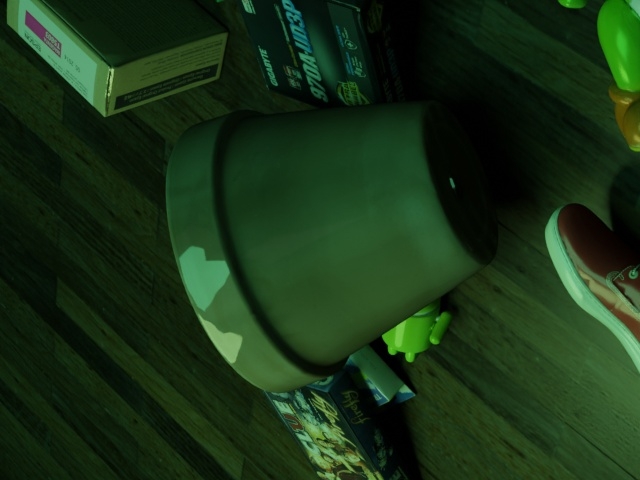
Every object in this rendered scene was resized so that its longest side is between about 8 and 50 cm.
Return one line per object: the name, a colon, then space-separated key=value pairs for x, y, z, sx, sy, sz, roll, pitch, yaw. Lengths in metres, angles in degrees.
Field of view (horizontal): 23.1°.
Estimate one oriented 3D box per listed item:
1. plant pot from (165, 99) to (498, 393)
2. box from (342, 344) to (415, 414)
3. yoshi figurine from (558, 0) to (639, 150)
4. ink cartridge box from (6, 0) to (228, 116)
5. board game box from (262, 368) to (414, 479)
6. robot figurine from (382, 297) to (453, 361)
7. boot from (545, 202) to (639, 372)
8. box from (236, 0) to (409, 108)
plant pot: x=0.031 y=-0.024 z=1.734 sx=0.280 sy=0.323 sz=0.323 roll=-20 pitch=94 yaw=23
box: x=0.028 y=0.159 z=2.021 sx=0.178 sy=0.042 sz=0.109 roll=48 pitch=146 yaw=-4
yoshi figurine: x=0.310 y=-0.268 z=1.348 sx=0.203 sy=0.203 sz=0.362 roll=-4 pitch=105 yaw=40
ink cartridge box: x=-0.269 y=-0.281 z=2.056 sx=0.235 sy=0.193 sz=0.088 roll=43 pitch=139 yaw=28
board game box: x=0.022 y=0.256 z=2.056 sx=0.165 sy=0.042 sz=0.243 roll=9 pitch=138 yaw=50
robot figurine: x=0.110 y=0.089 z=1.897 sx=0.101 sy=0.067 sz=0.115 roll=23 pitch=128 yaw=21
boot: x=0.346 y=0.035 z=1.556 sx=0.244 sy=0.088 sz=0.176 roll=51 pitch=142 yaw=6
box: x=0.000 y=-0.228 z=1.759 sx=0.175 sy=0.051 sz=0.220 roll=22 pitch=154 yaw=25
